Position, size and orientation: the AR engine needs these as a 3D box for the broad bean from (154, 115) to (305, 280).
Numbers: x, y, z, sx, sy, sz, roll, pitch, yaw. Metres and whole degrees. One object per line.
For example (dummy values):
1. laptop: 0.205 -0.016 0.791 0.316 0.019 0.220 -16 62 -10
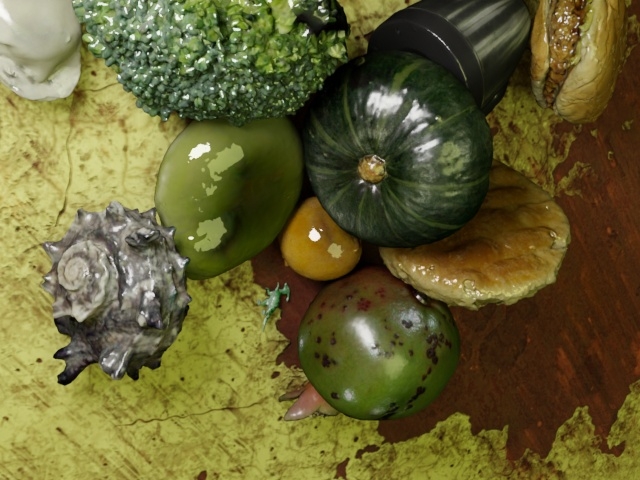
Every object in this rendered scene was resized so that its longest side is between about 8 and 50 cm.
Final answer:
1. broad bean: -0.140 -0.075 1.521 0.238 0.119 0.291 33 89 -38

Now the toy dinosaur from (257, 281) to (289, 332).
1. toy dinosaur: -0.078 0.109 1.698 0.062 0.021 0.083 -15 116 -41

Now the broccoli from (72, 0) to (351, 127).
1. broccoli: -0.128 -0.288 1.352 0.338 0.277 0.317 28 55 -2

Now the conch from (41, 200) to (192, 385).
1. conch: -0.303 0.080 1.444 0.186 0.241 0.313 -48 163 -50

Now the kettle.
1. kettle: 0.246 -0.301 1.624 0.271 0.207 0.250 -40 108 -30

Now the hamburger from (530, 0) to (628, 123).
1. hamburger: 0.439 -0.336 1.691 0.283 0.145 0.259 23 82 -64

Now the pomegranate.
1. pomegranate: 0.081 0.203 1.679 0.291 0.291 0.323 26 94 -37

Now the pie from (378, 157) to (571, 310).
1. pie: 0.249 -0.019 1.667 0.339 0.339 0.083 -21 143 -24

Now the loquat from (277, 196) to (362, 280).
1. loquat: 0.000 0.000 1.629 0.141 0.141 0.141 -12 115 -28

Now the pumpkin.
1. pumpkin: 0.116 -0.137 1.500 0.207 0.300 0.300 -38 129 -46

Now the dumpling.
1. dumpling: -0.388 -0.286 1.273 0.162 0.132 0.250 -32 123 -22
